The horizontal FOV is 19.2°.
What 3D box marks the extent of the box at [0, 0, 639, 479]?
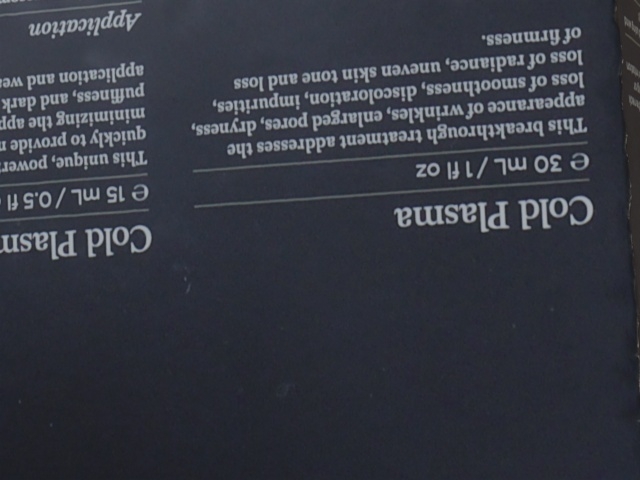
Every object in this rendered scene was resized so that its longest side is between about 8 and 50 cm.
[{"bbox_3d":[-0.032,0.029,0.760,0.343,0.313,0.179,-3,174,15],"label":"box"}]
